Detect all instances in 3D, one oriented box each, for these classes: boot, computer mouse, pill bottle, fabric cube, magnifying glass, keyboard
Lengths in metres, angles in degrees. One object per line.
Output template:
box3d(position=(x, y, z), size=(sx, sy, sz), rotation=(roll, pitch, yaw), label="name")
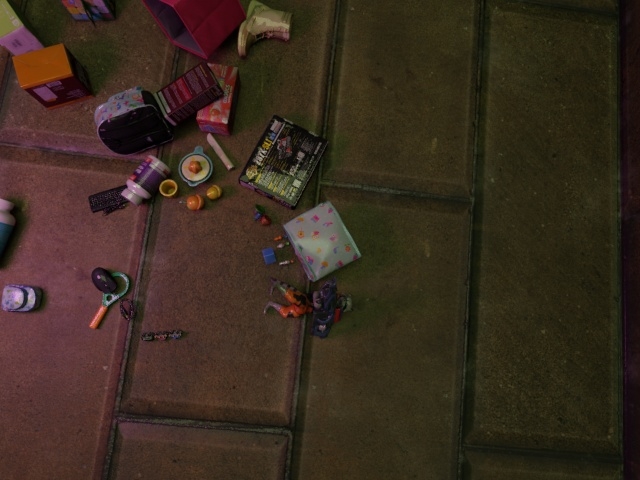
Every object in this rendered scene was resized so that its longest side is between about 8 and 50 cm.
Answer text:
box3d(position=(-0.235, -0.891, 1.849), size=(0.204, 0.095, 0.261), rotation=(16, 76, -3), label="boot")
box3d(position=(-0.792, 0.202, 1.638), size=(0.071, 0.041, 0.242), rotation=(-39, 86, -11), label="computer mouse")
box3d(position=(-0.691, -0.232, 1.695), size=(0.108, 0.108, 0.193), rotation=(34, 76, 1), label="pill bottle")
box3d(position=(-0.506, -0.941, 1.715), size=(0.254, 0.259, 0.258), rotation=(34, 80, 27), label="fabric cube")
box3d(position=(-0.820, 0.231, 1.662), size=(0.092, 0.026, 0.230), rotation=(26, 81, 0), label="magnifying glass")
box3d(position=(-1.250, -0.033, 1.608), size=(0.146, 0.146, 0.263), rotation=(18, 80, -1), label="pill bottle")
box3d(position=(-0.826, -0.165, 1.717), size=(0.192, 0.038, 0.100), rotation=(-20, 83, -6), label="keyboard")

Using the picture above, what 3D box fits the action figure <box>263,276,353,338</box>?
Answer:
box3d(position=(-0.030, 0.208, 1.629), size=(0.331, 0.341, 0.178), rotation=(10, 42, -10), label="action figure")

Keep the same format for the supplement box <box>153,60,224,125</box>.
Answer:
box3d(position=(-0.511, -0.571, 1.670), size=(0.240, 0.073, 0.130), rotation=(-31, 72, 6), label="supplement box")

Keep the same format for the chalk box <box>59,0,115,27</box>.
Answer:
box3d(position=(-0.967, -1.030, 1.769), size=(0.179, 0.180, 0.288), rotation=(-4, 80, -5), label="chalk box")

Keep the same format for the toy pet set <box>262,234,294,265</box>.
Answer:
box3d(position=(-0.173, 0.044, 1.720), size=(0.114, 0.065, 0.122), rotation=(-16, 82, -7), label="toy pet set")

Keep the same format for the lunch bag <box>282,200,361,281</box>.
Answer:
box3d(position=(0.000, 0.000, 1.695), size=(0.224, 0.160, 0.262), rotation=(-28, 90, -7), label="lunch bag")

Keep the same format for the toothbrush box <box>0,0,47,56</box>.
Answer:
box3d(position=(-1.244, -0.871, 1.709), size=(0.122, 0.206, 0.283), rotation=(-34, 86, -8), label="toothbrush box")

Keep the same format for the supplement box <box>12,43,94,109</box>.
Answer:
box3d(position=(-1.043, -0.639, 1.693), size=(0.192, 0.194, 0.128), rotation=(-19, 83, -7), label="supplement box")

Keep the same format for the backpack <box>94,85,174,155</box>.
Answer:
box3d(position=(-0.738, -0.459, 1.678), size=(0.254, 0.225, 0.191), rotation=(-28, 62, -6), label="backpack")

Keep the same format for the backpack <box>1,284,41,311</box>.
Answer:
box3d(position=(-1.121, 0.218, 1.611), size=(0.115, 0.084, 0.104), rotation=(4, 83, -7), label="backpack")

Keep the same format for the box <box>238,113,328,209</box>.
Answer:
box3d(position=(-0.150, -0.323, 1.774), size=(0.257, 0.079, 0.321), rotation=(26, 80, 2), label="box")

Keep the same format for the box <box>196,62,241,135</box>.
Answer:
box3d(position=(-0.414, -0.577, 1.766), size=(0.128, 0.122, 0.256), rotation=(9, 79, -3), label="box")

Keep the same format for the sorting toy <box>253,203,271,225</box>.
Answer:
box3d(position=(-0.245, -0.097, 1.749), size=(0.042, 0.061, 0.102), rotation=(-43, 78, 25), label="sorting toy")

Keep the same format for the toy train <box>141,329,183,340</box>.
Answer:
box3d(position=(-0.609, 0.368, 1.655), size=(0.159, 0.027, 0.036), rotation=(-4, 85, -5), label="toy train")

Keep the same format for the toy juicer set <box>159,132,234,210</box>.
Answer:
box3d(position=(-0.469, -0.270, 1.729), size=(0.209, 0.089, 0.328), rotation=(34, 77, 5), label="toy juicer set")
